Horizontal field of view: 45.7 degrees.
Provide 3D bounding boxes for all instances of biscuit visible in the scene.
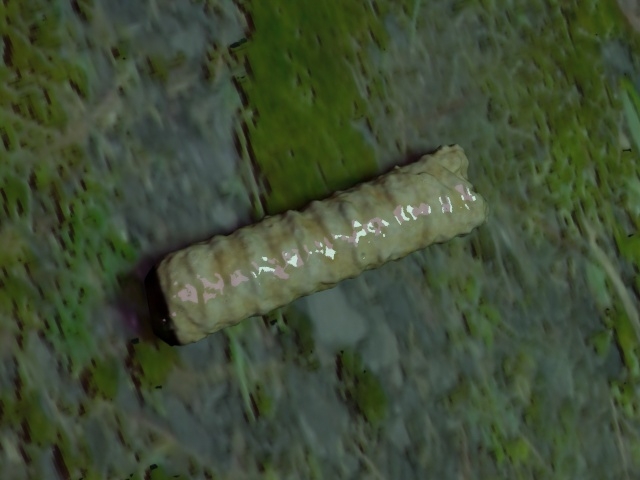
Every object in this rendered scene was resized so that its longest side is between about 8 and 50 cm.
[{"bbox_3d":[0.000,0.000,0.455,0.219,0.055,0.061,-20,84,-14],"label":"biscuit"}]
